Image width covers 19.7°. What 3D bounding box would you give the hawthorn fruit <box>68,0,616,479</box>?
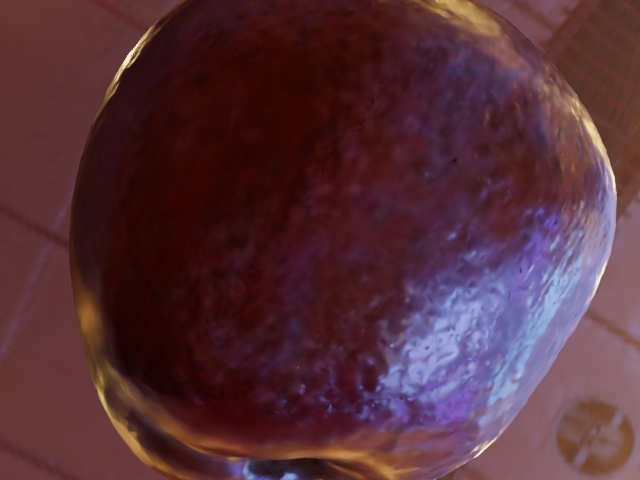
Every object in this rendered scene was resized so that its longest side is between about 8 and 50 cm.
[{"bbox_3d":[0.000,0.000,0.572,0.172,0.173,0.173,3,-78,13],"label":"hawthorn fruit"}]
